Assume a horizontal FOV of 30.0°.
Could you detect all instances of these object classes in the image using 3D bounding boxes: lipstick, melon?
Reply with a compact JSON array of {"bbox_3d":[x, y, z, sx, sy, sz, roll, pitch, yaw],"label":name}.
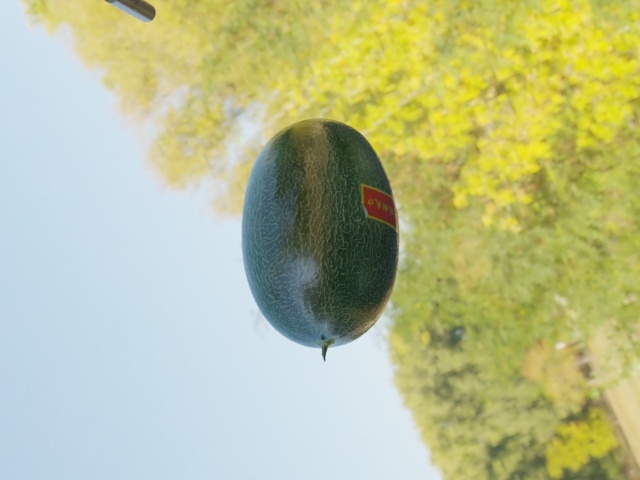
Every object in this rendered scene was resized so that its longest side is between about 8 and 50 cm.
[{"bbox_3d":[-0.166,-0.207,1.042,0.019,0.019,0.094,66,-170,4],"label":"lipstick"},{"bbox_3d":[0.000,0.000,1.353,0.182,0.182,0.288,49,-141,-64],"label":"melon"}]
